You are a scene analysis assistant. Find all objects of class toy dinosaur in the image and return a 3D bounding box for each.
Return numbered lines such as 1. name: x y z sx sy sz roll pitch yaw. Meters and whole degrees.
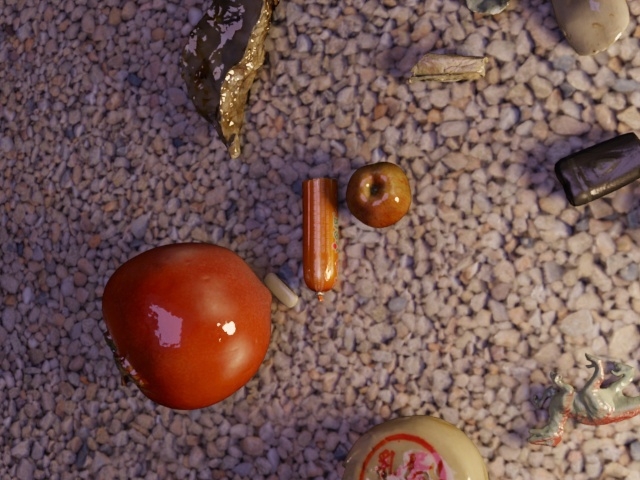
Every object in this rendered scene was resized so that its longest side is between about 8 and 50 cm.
1. toy dinosaur: 0.475 0.274 1.193 0.242 0.053 0.167 4 88 20

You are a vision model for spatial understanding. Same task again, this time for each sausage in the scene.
1. sausage: 0.000 0.000 1.378 0.071 0.071 0.234 -3 85 20

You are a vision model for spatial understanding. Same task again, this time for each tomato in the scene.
1. tomato: -0.243 0.151 1.344 0.321 0.321 0.322 -2 85 20

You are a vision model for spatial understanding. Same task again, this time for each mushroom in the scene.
1. mushroom: 0.437 -0.429 1.233 0.116 0.093 0.225 -34 90 37

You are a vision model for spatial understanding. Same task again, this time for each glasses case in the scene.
1. glasses case: -0.079 0.098 1.423 0.083 0.021 0.032 43 101 18

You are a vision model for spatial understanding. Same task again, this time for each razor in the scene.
1. razor: 0.483 -0.123 1.222 0.148 0.054 0.090 -24 78 15

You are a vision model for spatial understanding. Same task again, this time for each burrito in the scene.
1. burrito: 0.236 -0.323 1.335 0.149 0.041 0.055 3 100 20

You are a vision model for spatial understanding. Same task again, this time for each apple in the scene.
1. apple: 0.106 -0.083 1.330 0.126 0.102 0.126 -2 85 21

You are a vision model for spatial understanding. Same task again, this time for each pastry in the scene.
1. pastry: 0.163 0.426 1.232 0.264 0.133 0.265 -5 74 18

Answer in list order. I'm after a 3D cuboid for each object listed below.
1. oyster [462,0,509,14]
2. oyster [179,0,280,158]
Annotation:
1. oyster: 0.278 -0.538 1.316 0.252 0.087 0.199 40 121 37
2. oyster: -0.190 -0.375 1.476 0.204 0.111 0.396 18 92 38
